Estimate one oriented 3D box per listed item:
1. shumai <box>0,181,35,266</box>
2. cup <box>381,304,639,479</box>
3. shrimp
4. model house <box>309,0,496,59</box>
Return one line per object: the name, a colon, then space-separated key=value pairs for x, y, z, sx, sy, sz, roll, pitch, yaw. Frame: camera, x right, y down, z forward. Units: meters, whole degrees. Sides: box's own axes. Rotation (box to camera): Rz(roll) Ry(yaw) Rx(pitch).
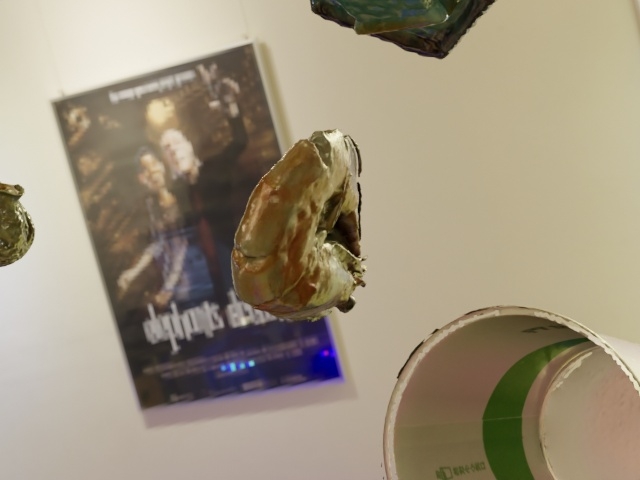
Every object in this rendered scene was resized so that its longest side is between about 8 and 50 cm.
shumai: x=-0.319 y=-0.022 z=1.029 sx=0.083 sy=0.082 sz=0.080 roll=5 pitch=-31 yaw=-34
cup: x=0.231 y=0.185 z=0.944 sx=0.253 sy=0.253 sz=0.274 roll=-10 pitch=-9 yaw=36
shrimp: x=0.001 y=0.001 z=0.844 sx=0.062 sy=0.154 sz=0.294 roll=26 pitch=-7 yaw=16
model house: x=0.111 y=-0.297 z=0.887 sx=0.230 sy=0.280 sz=0.249 roll=-3 pitch=-13 yaw=26
